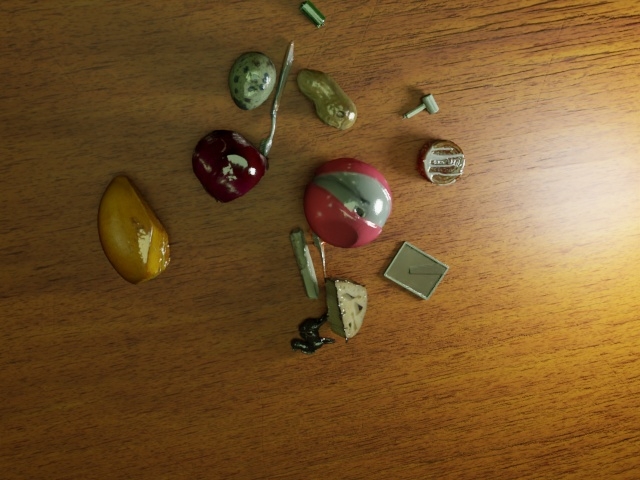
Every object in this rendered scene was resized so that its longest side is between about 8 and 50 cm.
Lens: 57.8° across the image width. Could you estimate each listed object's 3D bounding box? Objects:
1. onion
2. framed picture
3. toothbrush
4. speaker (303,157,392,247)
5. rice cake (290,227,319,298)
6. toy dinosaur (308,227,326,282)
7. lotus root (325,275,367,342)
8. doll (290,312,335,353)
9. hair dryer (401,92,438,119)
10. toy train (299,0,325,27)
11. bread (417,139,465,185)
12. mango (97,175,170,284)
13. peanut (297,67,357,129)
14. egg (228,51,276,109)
[{"bbox_3d":[-0.296,-0.238,1.804,0.216,0.206,0.207,-42,108,5],"label":"onion"},{"bbox_3d":[0.347,0.111,2.105,0.203,0.015,0.150,29,99,-15],"label":"framed picture"},{"bbox_3d":[-0.138,-0.451,1.861,0.037,0.028,0.375,23,104,28],"label":"toothbrush"},{"bbox_3d":[0.093,-0.128,1.884,0.294,0.294,0.294,-2,106,-8],"label":"speaker"},{"bbox_3d":[-0.053,0.082,2.012,0.052,0.057,0.256,-17,108,-6],"label":"rice cake"},{"bbox_3d":[-0.006,0.002,1.976,0.055,0.101,0.279,-15,97,7],"label":"toy dinosaur"},{"bbox_3d":[0.093,0.219,2.029,0.170,0.074,0.261,-26,123,-39],"label":"lotus root"},{"bbox_3d":[-0.030,0.346,2.095,0.165,0.057,0.139,-15,110,1],"label":"doll"},{"bbox_3d":[0.328,-0.433,1.939,0.124,0.038,0.063,-31,108,7],"label":"hair dryer"},{"bbox_3d":[-0.022,-0.702,1.793,0.093,0.056,0.038,42,94,-18],"label":"toy train"},{"bbox_3d":[0.410,-0.265,1.977,0.160,0.073,0.160,-2,107,-8],"label":"bread"},{"bbox_3d":[-0.594,-0.031,1.833,0.199,0.201,0.350,-24,102,-32],"label":"mango"},{"bbox_3d":[0.018,-0.449,1.846,0.236,0.110,0.120,42,109,-15],"label":"peanut"},{"bbox_3d":[-0.213,-0.489,1.782,0.141,0.141,0.182,19,113,-14],"label":"egg"}]
